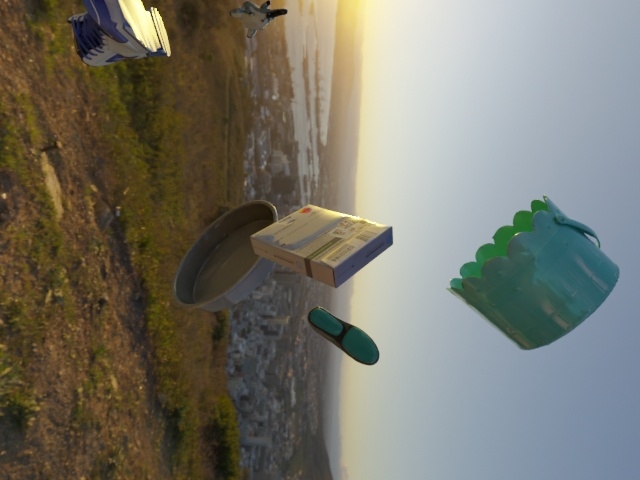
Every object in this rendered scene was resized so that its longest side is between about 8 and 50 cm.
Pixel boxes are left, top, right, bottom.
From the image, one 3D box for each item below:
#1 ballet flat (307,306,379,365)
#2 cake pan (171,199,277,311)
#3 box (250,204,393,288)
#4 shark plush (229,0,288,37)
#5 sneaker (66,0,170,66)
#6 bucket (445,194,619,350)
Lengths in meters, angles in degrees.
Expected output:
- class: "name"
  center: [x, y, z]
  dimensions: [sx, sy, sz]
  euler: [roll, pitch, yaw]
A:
- class: "ballet flat"
  center: [0.060, 0.242, 1.030]
  dimensions: [0.072, 0.213, 0.068]
  euler: [-50, 156, -18]
- class: "cake pan"
  center: [-0.200, 0.036, 0.896]
  dimensions: [0.054, 0.293, 0.293]
  euler: [50, 31, -35]
- class: "box"
  center: [0.000, 0.000, 0.660]
  dimensions: [0.145, 0.186, 0.038]
  euler: [-33, 128, -38]
- class: "shark plush"
  center: [-0.137, -0.512, 0.905]
  dimensions: [0.073, 0.161, 0.067]
  euler: [38, 79, -37]
- class: "sneaker"
  center: [-0.437, -0.426, 0.842]
  dimensions: [0.315, 0.182, 0.128]
  euler: [-113, -171, -74]
- class: "bucket"
  center: [0.412, 0.066, 0.807]
  dimensions: [0.281, 0.183, 0.281]
  euler: [-44, 170, -10]
